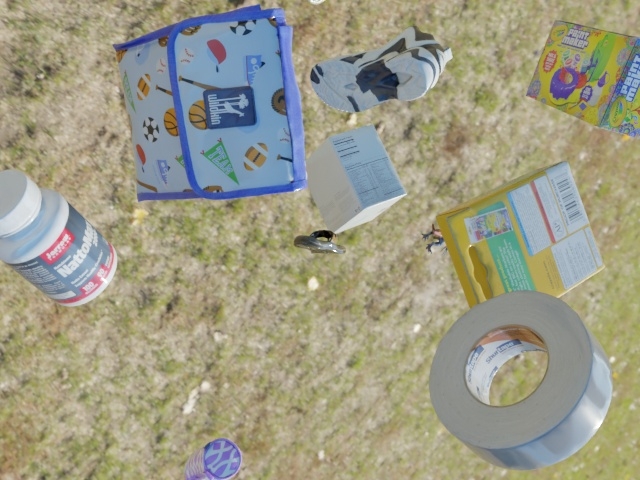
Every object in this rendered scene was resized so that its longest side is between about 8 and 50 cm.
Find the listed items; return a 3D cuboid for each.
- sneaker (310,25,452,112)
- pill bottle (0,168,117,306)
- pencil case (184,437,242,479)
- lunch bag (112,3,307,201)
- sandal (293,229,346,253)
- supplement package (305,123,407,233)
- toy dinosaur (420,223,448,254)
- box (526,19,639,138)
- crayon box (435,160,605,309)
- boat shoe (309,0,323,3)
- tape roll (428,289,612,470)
[{"bbox_3d":[0.108,-0.284,1.145,0.153,0.235,0.094,-40,116,-41],"label":"sneaker"},{"bbox_3d":[-0.349,-0.003,0.884,0.108,0.108,0.180,-46,144,-12],"label":"pill bottle"},{"bbox_3d":[-0.228,0.470,1.465,0.088,0.086,0.206,-55,-177,-30],"label":"pencil case"},{"bbox_3d":[-0.195,-0.242,1.314,0.239,0.385,0.328,-18,105,-47],"label":"lunch bag"},{"bbox_3d":[0.000,0.000,1.700,0.219,0.090,0.060,18,75,-62],"label":"sandal"},{"bbox_3d":[0.080,-0.155,1.809,0.149,0.203,0.194,-21,171,-30],"label":"supplement package"},{"bbox_3d":[0.217,-0.003,1.207,0.082,0.047,0.090,-18,164,-21],"label":"toy dinosaur"},{"bbox_3d":[0.638,-0.320,1.446,0.279,0.290,0.177,11,110,-18],"label":"box"},{"bbox_3d":[0.323,0.011,1.166,0.323,0.083,0.203,-23,94,-35],"label":"crayon box"},{"bbox_3d":[-0.017,-0.501,1.127,0.081,0.068,0.228,-28,142,-33],"label":"boat shoe"},{"bbox_3d":[0.250,0.174,0.895,0.219,0.219,0.072,-51,127,-6],"label":"tape roll"}]
